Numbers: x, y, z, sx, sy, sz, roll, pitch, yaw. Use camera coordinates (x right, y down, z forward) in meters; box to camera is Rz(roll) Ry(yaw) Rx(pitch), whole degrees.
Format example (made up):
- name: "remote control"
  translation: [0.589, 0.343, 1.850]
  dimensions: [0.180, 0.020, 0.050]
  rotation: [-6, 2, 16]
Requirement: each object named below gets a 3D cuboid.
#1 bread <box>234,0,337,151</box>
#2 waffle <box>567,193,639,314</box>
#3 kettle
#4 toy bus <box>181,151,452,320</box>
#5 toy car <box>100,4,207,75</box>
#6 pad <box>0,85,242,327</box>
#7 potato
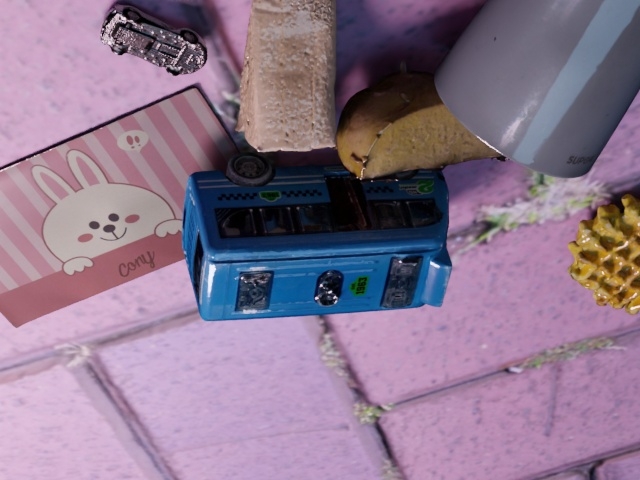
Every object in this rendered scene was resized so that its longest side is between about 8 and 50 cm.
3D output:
- name: "bread"
  translation: [-0.029, -0.154, 1.253]
  dimensions: [0.077, 0.105, 0.152]
  rotation: [-2, 105, -11]
- name: "waffle"
  translation: [0.348, 0.008, 1.507]
  dimensions: [0.191, 0.038, 0.191]
  rotation: [-7, 138, -6]
- name: "kettle"
  translation: [0.242, -0.191, 1.200]
  dimensions: [0.210, 0.160, 0.243]
  rotation: [1, 133, -42]
- name: "toy bus"
  translation: [0.000, 0.000, 1.339]
  dimensions: [0.246, 0.134, 0.113]
  rotation: [-2, 136, -13]
- name: "toy car"
  translation: [-0.138, -0.167, 1.209]
  dimensions: [0.093, 0.025, 0.041]
  rotation: [19, 131, -26]
- name: "pad"
  translation: [-0.208, -0.023, 1.364]
  dimensions: [0.299, 0.005, 0.202]
  rotation: [-21, 138, 10]
- name: "potato"
  translation: [0.094, -0.119, 1.275]
  dimensions: [0.172, 0.101, 0.089]
  rotation: [-9, 126, -19]
